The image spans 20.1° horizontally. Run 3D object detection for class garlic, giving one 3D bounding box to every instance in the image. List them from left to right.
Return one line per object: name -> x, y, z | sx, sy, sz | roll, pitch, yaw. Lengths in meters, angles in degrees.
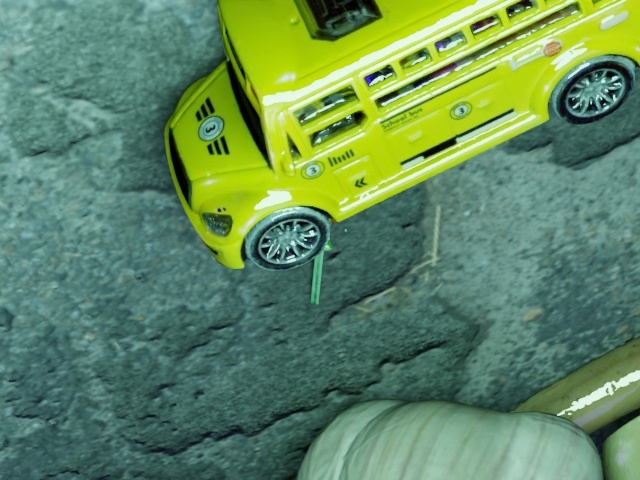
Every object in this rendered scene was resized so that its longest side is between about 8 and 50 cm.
garlic -> 0.104, 0.272, 1.555 | 0.317, 0.259, 0.317 | 21, 145, 15

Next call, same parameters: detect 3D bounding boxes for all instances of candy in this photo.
candy -> 0.000, 0.000, 1.389 | 0.056, 0.049, 0.184 | 14, 146, 5

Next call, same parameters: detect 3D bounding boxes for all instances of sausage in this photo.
sausage -> 0.304, 0.115, 1.632 | 0.301, 0.065, 0.066 | -27, 142, 6

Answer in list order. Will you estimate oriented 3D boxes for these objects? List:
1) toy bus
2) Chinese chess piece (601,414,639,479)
toy bus -> 0.045, -0.120, 1.174 | 0.331, 0.145, 0.151 | -26, 141, 3
Chinese chess piece -> 0.379, 0.180, 1.658 | 0.251, 0.097, 0.251 | -23, 164, -7
